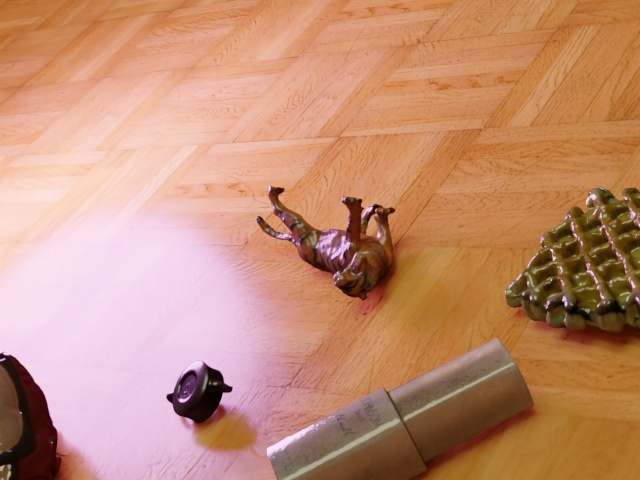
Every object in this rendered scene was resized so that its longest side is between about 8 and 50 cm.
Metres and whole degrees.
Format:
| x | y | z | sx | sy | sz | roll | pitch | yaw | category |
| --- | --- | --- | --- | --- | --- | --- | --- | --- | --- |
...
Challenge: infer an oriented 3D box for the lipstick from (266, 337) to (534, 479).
| x | y | z | sx | sy | sz | roll | pitch | yaw | category |
| --- | --- | --- | --- | --- | --- | --- | --- | --- | --- |
| 0.077 | 0.183 | 1.327 | 0.253 | 0.077 | 0.079 | -29 | 29 | -1 | lipstick |

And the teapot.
| x | y | z | sx | sy | sz | roll | pitch | yaw | category |
| --- | --- | --- | --- | --- | --- | --- | --- | --- | --- |
| -0.137 | 0.175 | 1.557 | 0.100 | 0.045 | 0.067 | -22 | 46 | 46 | teapot |

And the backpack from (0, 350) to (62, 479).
| x | y | z | sx | sy | sz | roll | pitch | yaw | category |
| --- | --- | --- | --- | --- | --- | --- | --- | --- | --- |
| -0.413 | 0.245 | 1.590 | 0.229 | 0.139 | 0.229 | -10 | 48 | 11 | backpack |

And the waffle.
| x | y | z | sx | sy | sz | roll | pitch | yaw | category |
| --- | --- | --- | --- | --- | --- | --- | --- | --- | --- |
| 0.310 | 0.024 | 1.414 | 0.223 | 0.054 | 0.204 | 7 | 43 | 48 | waffle |

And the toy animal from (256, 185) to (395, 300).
| x | y | z | sx | sy | sz | roll | pitch | yaw | category |
| --- | --- | --- | --- | --- | --- | --- | --- | --- | --- |
| 0.007 | 0.002 | 1.685 | 0.255 | 0.114 | 0.116 | 12 | 90 | 55 | toy animal |
